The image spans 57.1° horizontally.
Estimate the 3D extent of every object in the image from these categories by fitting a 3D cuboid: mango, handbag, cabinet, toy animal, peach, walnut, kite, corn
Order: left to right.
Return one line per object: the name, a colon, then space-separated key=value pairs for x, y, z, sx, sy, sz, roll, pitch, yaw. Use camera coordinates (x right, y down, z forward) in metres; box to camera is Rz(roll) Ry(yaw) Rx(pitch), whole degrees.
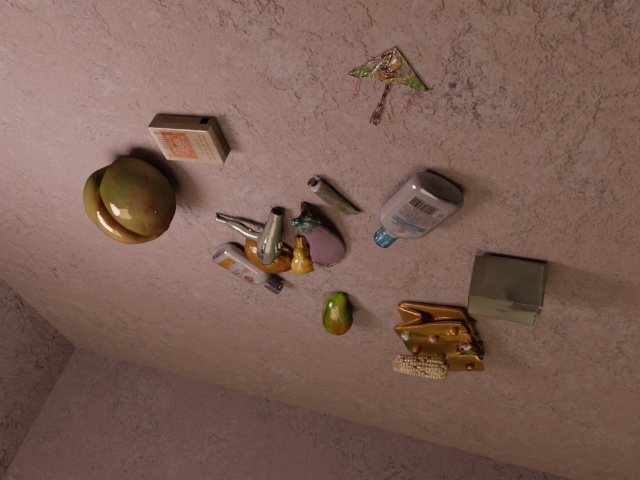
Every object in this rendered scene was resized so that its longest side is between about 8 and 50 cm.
peach: x=-0.611 y=-0.128 z=1.909 sx=0.292 sy=0.247 sz=0.292 roll=-2 pitch=137 yaw=-2
walnut: x=-0.191 y=0.063 z=2.116 sx=0.211 sy=0.087 sz=0.167 roll=32 pitch=148 yaw=-19
toy animal: x=-0.070 y=0.051 z=2.044 sx=0.083 sy=0.070 sz=0.159 roll=-16 pitch=139 yaw=-11
mango: x=0.069 y=0.293 z=2.314 sx=0.125 sy=0.111 sz=0.232 roll=8 pitch=136 yaw=-3
kite: x=0.154 y=-0.349 z=1.357 sx=0.198 sy=0.006 sz=0.244 roll=17 pitch=148 yaw=4
corn: x=0.375 y=0.468 z=2.195 sx=0.211 sy=0.087 sz=0.087 roll=5 pitch=147 yaw=8
handbag: x=0.459 y=0.380 z=2.227 sx=0.283 sy=0.133 sz=0.401 roll=-4 pitch=142 yaw=26
cabinet: x=0.558 y=0.146 z=1.766 sx=0.206 sy=0.150 sz=0.145 roll=9 pitch=153 yaw=17

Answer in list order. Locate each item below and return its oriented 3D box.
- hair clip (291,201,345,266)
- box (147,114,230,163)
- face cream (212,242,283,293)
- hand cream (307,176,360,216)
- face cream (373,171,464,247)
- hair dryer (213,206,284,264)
hair clip: x=0.002 y=0.000 z=1.931 sx=0.095 sy=0.110 sz=0.358 roll=49 pitch=173 yaw=37
box: x=-0.376 y=-0.291 z=1.693 sx=0.201 sy=0.058 sz=0.141 roll=9 pitch=147 yaw=19
face cream: x=-0.270 y=0.114 z=2.255 sx=0.291 sy=0.071 sz=0.144 roll=35 pitch=146 yaw=-25
hand cream: x=0.036 y=-0.122 z=1.746 sx=0.067 sy=0.042 sz=0.194 roll=-16 pitch=139 yaw=42
face cream: x=0.253 y=-0.070 z=1.666 sx=0.163 sy=0.080 sz=0.336 roll=25 pitch=149 yaw=-11
hair dryer: x=-0.220 y=-0.059 z=1.959 sx=0.267 sy=0.092 sz=0.229 roll=40 pitch=133 yaw=-1
